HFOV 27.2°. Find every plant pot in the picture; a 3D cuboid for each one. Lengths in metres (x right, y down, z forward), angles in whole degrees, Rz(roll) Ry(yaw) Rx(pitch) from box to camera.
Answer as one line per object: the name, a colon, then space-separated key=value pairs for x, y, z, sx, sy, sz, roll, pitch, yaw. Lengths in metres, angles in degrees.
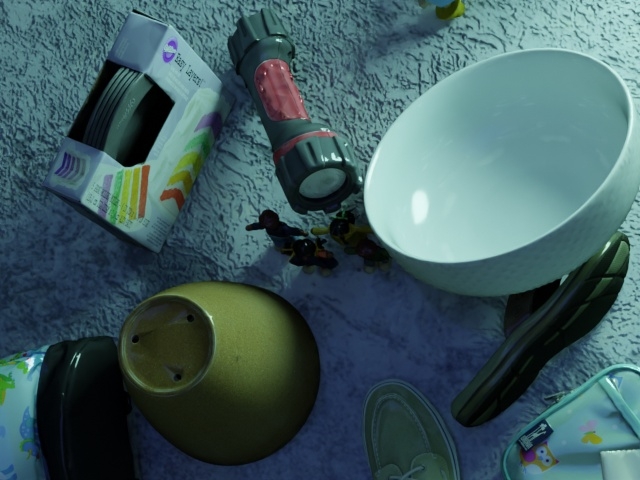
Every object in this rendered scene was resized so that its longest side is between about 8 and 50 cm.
plant pot: x=-0.144 y=0.143 z=1.596 sx=0.237 sy=0.254 sz=0.237 roll=-3 pitch=75 yaw=13

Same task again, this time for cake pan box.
cake pan box: x=-0.224 y=-0.131 z=1.672 sx=0.070 sy=0.267 sz=0.245 roll=21 pitch=80 yaw=19

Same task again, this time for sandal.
sandal: x=0.255 y=0.094 z=1.589 sx=0.303 sy=0.120 sz=0.086 roll=-45 pitch=58 yaw=1

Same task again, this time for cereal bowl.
cereal bowl: x=0.230 y=-0.064 z=1.581 sx=0.339 sy=0.141 sz=0.339 roll=-20 pitch=43 yaw=19

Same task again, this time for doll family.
doll family: x=0.000 y=0.000 z=1.668 sx=0.193 sy=0.111 sz=0.076 roll=-6 pitch=76 yaw=12

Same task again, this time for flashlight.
flashlight: x=-0.039 y=-0.172 z=1.677 sx=0.103 sy=0.103 sz=0.304 roll=-24 pitch=54 yaw=4

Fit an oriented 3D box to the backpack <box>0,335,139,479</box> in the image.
backpack: x=-0.438 y=0.280 z=1.656 sx=0.356 sy=0.273 sz=0.290 roll=-9 pitch=81 yaw=25

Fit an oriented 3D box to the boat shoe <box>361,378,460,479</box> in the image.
boat shoe: x=0.121 y=0.306 z=1.577 sx=0.109 sy=0.094 sz=0.302 roll=-20 pitch=74 yaw=8

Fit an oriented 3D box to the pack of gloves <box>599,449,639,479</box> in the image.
pack of gloves: x=0.405 y=0.339 z=1.417 sx=0.195 sy=0.046 sz=0.232 roll=-3 pitch=79 yaw=10

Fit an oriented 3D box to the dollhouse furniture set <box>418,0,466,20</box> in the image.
dollhouse furniture set: x=0.244 y=-0.462 z=1.745 sx=0.303 sy=0.198 sz=0.286 roll=-43 pitch=44 yaw=32

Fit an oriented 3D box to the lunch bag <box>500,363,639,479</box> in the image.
lunch bag: x=0.354 y=0.287 z=1.519 sx=0.224 sy=0.108 sz=0.279 roll=-37 pitch=73 yaw=4
